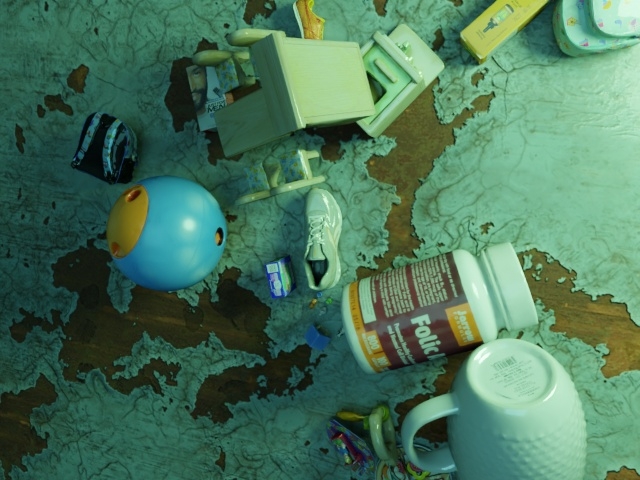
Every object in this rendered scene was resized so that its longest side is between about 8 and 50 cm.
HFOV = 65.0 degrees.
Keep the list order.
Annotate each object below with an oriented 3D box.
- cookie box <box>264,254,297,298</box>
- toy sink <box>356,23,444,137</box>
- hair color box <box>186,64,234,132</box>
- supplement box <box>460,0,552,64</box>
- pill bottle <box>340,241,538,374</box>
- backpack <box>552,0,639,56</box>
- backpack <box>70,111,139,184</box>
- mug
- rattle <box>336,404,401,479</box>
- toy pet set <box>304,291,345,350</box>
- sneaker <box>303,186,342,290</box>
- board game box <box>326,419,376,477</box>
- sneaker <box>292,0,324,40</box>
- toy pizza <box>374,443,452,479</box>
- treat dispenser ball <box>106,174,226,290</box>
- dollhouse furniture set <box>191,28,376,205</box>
[{"bbox_3d":[-0.099,0.091,1.285,0.040,0.107,0.092,-10,95,14],"label":"cookie box"},{"bbox_3d":[0.150,-0.374,1.150,0.234,0.131,0.153,-43,85,15],"label":"toy sink"},{"bbox_3d":[-0.280,-0.373,1.303,0.093,0.053,0.167,-12,92,16],"label":"hair color box"},{"bbox_3d":[0.419,-0.497,1.094,0.233,0.080,0.078,-40,85,14],"label":"supplement box"},{"bbox_3d":[0.262,0.151,1.137,0.391,0.224,0.224,-19,92,17],"label":"pill bottle"},{"bbox_3d":[0.581,-0.468,1.023,0.188,0.144,0.166,-9,100,18],"label":"backpack"},{"bbox_3d":[-0.570,-0.253,1.360,0.158,0.117,0.174,22,102,11],"label":"backpack"},{"bbox_3d":[0.352,0.386,1.043,0.373,0.276,0.328,-14,125,5],"label":"mug"},{"bbox_3d":[0.129,0.528,1.264,0.142,0.130,0.200,-15,90,5],"label":"rattle"},{"bbox_3d":[0.005,0.216,1.295,0.122,0.065,0.114,37,104,8],"label":"toy pet set"},{"bbox_3d":[0.000,0.000,1.241,0.099,0.121,0.263,-5,95,14],"label":"sneaker"},{"bbox_3d":[0.066,0.538,1.284,0.168,0.033,0.133,22,131,39],"label":"board game box"},{"bbox_3d":[-0.016,-0.502,1.215,0.067,0.064,0.175,-16,95,6],"label":"sneaker"},{"bbox_3d":[0.239,0.627,1.302,0.201,0.032,0.202,2,97,14],"label":"toy pizza"},{"bbox_3d":[-0.379,-0.018,1.251,0.287,0.288,0.289,2,97,14],"label":"treat dispenser ball"},{"bbox_3d":[-0.122,-0.281,1.092,0.394,0.256,0.363,-10,97,41],"label":"dollhouse furniture set"}]
